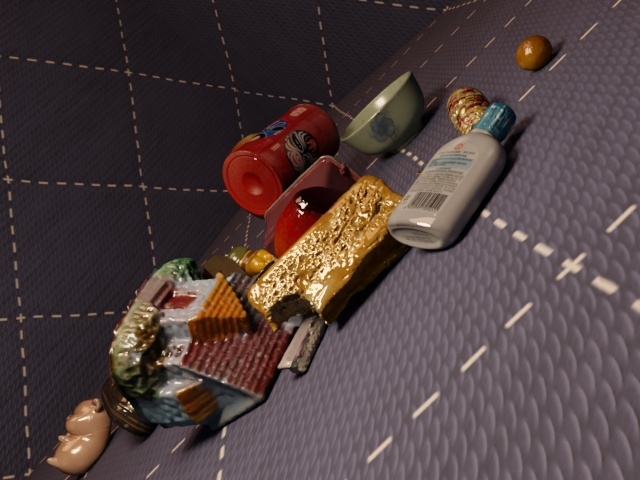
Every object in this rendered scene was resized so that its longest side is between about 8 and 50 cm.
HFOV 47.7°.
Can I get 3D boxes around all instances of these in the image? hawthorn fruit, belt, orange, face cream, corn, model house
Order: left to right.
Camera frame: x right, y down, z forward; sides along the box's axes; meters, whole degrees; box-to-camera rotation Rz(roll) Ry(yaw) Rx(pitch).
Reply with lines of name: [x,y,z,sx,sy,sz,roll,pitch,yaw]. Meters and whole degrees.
model house: [-0.306,0.160,2.261,0.203,0.141,0.164,43,132,45]
model house: [-0.211,0.225,1.583,0.339,0.297,0.360,-4,33,23]
belt: [-0.158,0.119,2.121,0.105,0.058,0.140,-45,13,24]
hawthorn fruit: [0.000,0.000,1.647,0.215,0.215,0.250,-116,48,-77]
face cream: [0.265,-0.129,1.370,0.163,0.080,0.337,8,53,51]
corn: [0.337,-0.271,1.596,0.098,0.098,0.290,-43,16,20]
orange: [0.480,-0.420,1.628,0.085,0.085,0.085,-44,13,13]

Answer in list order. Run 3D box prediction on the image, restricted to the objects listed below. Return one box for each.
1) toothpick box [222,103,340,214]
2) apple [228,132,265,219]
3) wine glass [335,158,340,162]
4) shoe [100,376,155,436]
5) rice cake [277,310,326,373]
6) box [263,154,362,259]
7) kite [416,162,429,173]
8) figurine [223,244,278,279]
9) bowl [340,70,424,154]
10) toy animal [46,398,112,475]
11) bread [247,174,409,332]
toothpick box: [-0.108,-0.241,2.100,0.204,0.204,0.333,-35,8,44]
apple: [-0.204,-0.244,2.780,0.277,0.348,0.348,-50,11,18]
wine glass: [-0.024,-0.120,2.233,0.143,0.143,0.321,-35,19,44]
shoe: [-0.521,0.416,2.144,0.237,0.171,0.384,-56,15,-9]
rice cake: [-0.020,0.178,1.489,0.055,0.049,0.270,-37,16,38]
box: [-0.013,-0.055,1.884,0.294,0.193,0.167,-42,19,29]
kite: [0.287,-0.194,1.712,0.190,0.010,0.159,-34,16,41]
figurine: [-0.216,0.059,2.317,0.250,0.141,0.167,-32,18,50]
bowl: [0.210,-0.351,2.148,0.289,0.146,0.289,-44,11,11]
toy animal: [-0.761,0.633,2.334,0.166,0.154,0.250,138,154,-72]
bread: [0.035,0.045,1.464,0.380,0.185,0.109,-44,-33,-5]
